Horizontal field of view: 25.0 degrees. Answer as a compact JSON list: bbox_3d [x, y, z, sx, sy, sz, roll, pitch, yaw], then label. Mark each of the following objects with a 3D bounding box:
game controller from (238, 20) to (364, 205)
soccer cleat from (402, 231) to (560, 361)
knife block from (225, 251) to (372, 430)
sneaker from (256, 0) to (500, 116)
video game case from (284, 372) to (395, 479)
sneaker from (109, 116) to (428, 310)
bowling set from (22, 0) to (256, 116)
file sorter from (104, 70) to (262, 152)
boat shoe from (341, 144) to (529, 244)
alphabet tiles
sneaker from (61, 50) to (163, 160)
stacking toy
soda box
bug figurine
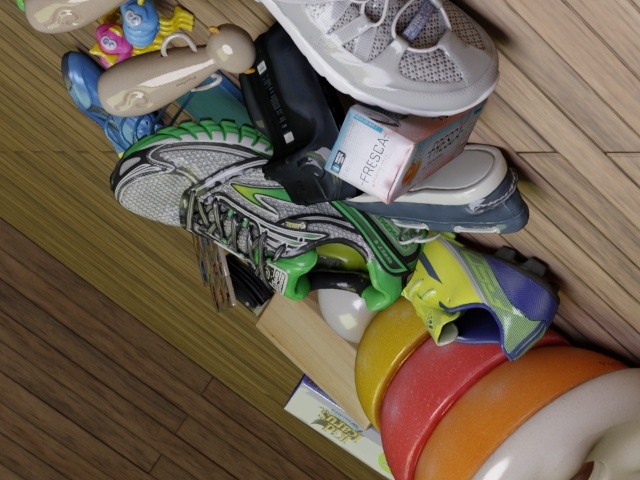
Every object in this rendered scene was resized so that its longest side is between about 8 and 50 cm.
[{"bbox_3d":[-0.020,-0.114,1.333,0.319,0.067,0.166,-177,74,-81],"label":"game controller"},{"bbox_3d":[0.132,0.052,1.599,0.289,0.121,0.093,20,161,45],"label":"soccer cleat"},{"bbox_3d":[-0.025,0.105,1.937,0.242,0.088,0.276,16,-144,-22],"label":"knife block"},{"bbox_3d":[0.019,-0.191,1.065,0.281,0.105,0.115,32,159,-10],"label":"sneaker"},{"bbox_3d":[0.099,0.220,2.041,0.244,0.061,0.269,35,-151,1],"label":"video game case"},{"bbox_3d":[-0.057,-0.025,1.523,0.343,0.146,0.134,13,142,1],"label":"sneaker"},{"bbox_3d":[-0.179,-0.268,1.254,0.154,0.200,0.287,-19,140,21],"label":"bowling set"},{"bbox_3d":[-0.155,-0.130,1.671,0.118,0.104,0.170,41,164,-30],"label":"file sorter"},{"bbox_3d":[0.101,-0.047,1.406,0.254,0.095,0.079,1,135,50],"label":"boat shoe"},{"bbox_3d":[-0.151,-0.024,1.898,0.198,0.009,0.237,154,102,-74],"label":"alphabet tiles"},{"bbox_3d":[-0.253,-0.172,1.873,0.082,0.069,0.209,-17,127,26],"label":"sneaker"},{"bbox_3d":[0.162,0.173,1.747,0.480,0.350,0.350,46,177,37],"label":"stacking toy"},{"bbox_3d":[0.073,-0.089,1.177,0.063,0.058,0.183,30,-154,13],"label":"soda box"},{"bbox_3d":[-0.267,-0.263,1.538,0.279,0.072,0.216,32,166,5],"label":"bug figurine"}]
